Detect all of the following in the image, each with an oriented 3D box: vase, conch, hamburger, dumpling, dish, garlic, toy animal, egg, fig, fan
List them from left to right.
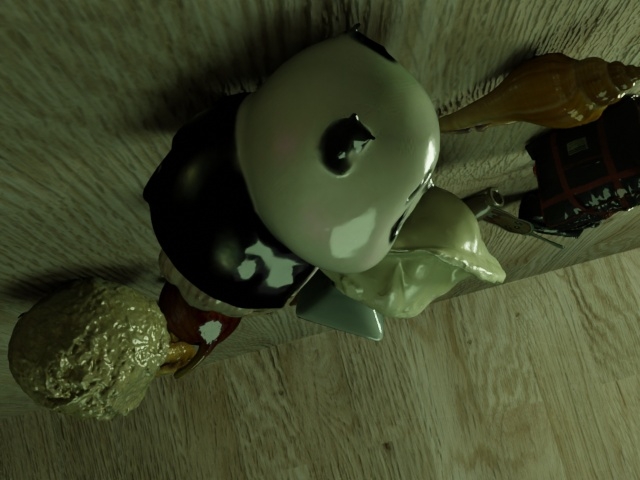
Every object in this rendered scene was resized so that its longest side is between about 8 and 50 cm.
[{"bbox_3d":[-0.423,0.199,1.542,0.279,0.279,0.310,-23,180,32],"label":"egg"},{"bbox_3d":[-0.419,0.248,2.005,0.245,0.162,0.244,-13,176,-1],"label":"hamburger"},{"bbox_3d":[-0.236,0.160,1.709,0.175,0.207,0.175,-10,158,-4],"label":"fig"},{"bbox_3d":[-0.116,-0.013,1.202,0.219,0.218,0.212,-3,134,-44],"label":"garlic"},{"bbox_3d":[-0.020,-0.072,0.872,0.251,0.250,0.310,-3,155,-43],"label":"toy animal"},{"bbox_3d":[0.055,0.085,1.722,0.182,0.243,0.080,17,122,-6],"label":"dish"},{"bbox_3d":[0.101,0.001,1.341,0.395,0.233,0.315,13,177,13],"label":"dumpling"},{"bbox_3d":[0.325,-0.068,1.722,0.053,0.053,0.101,-3,159,-45],"label":"vase"},{"bbox_3d":[0.443,-0.027,1.855,0.220,0.009,0.132,24,170,-6],"label":"fan"},{"bbox_3d":[0.257,-0.186,1.064,0.330,0.093,0.109,1,-159,46],"label":"conch"}]

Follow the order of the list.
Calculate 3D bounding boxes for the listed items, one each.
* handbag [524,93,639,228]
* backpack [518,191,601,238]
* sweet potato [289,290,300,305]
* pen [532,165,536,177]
[{"bbox_3d":[0.459,-0.118,1.379,0.215,0.169,0.155,-24,165,37],"label":"handbag"},{"bbox_3d":[0.523,-0.067,1.853,0.165,0.105,0.120,9,168,-8],"label":"backpack"},{"bbox_3d":[0.039,0.110,2.163,0.282,0.059,0.067,-17,180,10],"label":"sweet potato"},{"bbox_3d":[0.490,-0.166,1.543,0.218,0.026,0.026,-24,165,37],"label":"pen"}]
